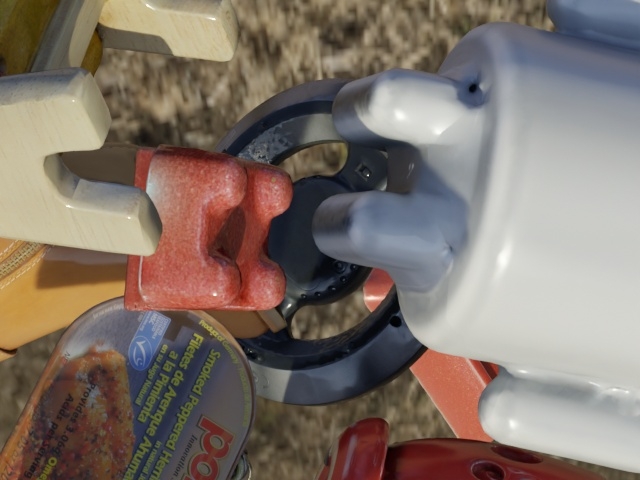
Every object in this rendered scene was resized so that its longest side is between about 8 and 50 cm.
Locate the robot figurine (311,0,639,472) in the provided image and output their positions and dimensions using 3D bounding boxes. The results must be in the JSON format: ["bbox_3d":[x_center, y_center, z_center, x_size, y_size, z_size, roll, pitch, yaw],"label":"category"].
[{"bbox_3d":[0.179,-0.015,1.186,0.353,0.200,0.300,12,91,-13],"label":"robot figurine"}]

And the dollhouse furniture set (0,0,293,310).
[{"bbox_3d":[-0.066,-0.125,0.763,0.152,0.201,0.374,3,53,21],"label":"dollhouse furniture set"}]

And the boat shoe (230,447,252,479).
[{"bbox_3d":[-0.089,0.195,1.719,0.056,0.152,0.049,-39,62,-3],"label":"boat shoe"}]

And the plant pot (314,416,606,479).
[{"bbox_3d":[0.070,0.208,1.222,0.174,0.191,0.191,21,67,-3],"label":"plant pot"}]

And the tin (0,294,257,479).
[{"bbox_3d":[-0.101,0.114,0.959,0.106,0.040,0.190,26,61,0],"label":"tin"}]

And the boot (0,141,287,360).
[{"bbox_3d":[-0.173,0.036,1.187,0.220,0.283,0.109,-47,41,8],"label":"boot"}]

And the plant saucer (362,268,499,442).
[{"bbox_3d":[0.157,0.029,1.852,0.047,0.258,0.259,3,53,36],"label":"plant saucer"}]

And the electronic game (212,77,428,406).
[{"bbox_3d":[0.000,0.000,1.356,0.229,0.048,0.229,-7,75,28],"label":"electronic game"}]
